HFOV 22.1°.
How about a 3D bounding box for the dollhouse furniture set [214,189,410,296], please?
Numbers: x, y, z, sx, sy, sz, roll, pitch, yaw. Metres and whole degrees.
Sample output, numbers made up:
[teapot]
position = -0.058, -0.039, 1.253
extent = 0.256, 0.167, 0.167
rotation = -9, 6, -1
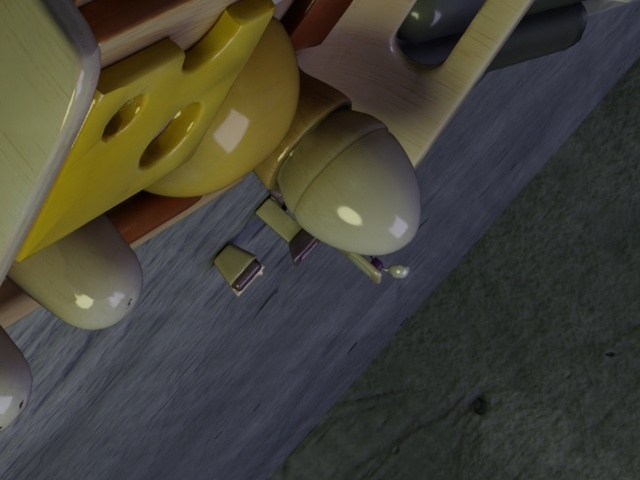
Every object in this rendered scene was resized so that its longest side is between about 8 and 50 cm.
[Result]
[dollhouse furniture set]
position = 0.000, 0.000, 0.820
extent = 0.091, 0.081, 0.114
rotation = -48, 172, -7

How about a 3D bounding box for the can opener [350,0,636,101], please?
[can opener]
position = 0.092, -0.136, 0.762
extent = 0.283, 0.095, 0.076
rotation = -20, 155, -46

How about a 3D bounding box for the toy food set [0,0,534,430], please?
[toy food set]
position = -0.021, -0.032, 0.512
extent = 0.306, 0.092, 0.220
rotation = -37, 166, -49
